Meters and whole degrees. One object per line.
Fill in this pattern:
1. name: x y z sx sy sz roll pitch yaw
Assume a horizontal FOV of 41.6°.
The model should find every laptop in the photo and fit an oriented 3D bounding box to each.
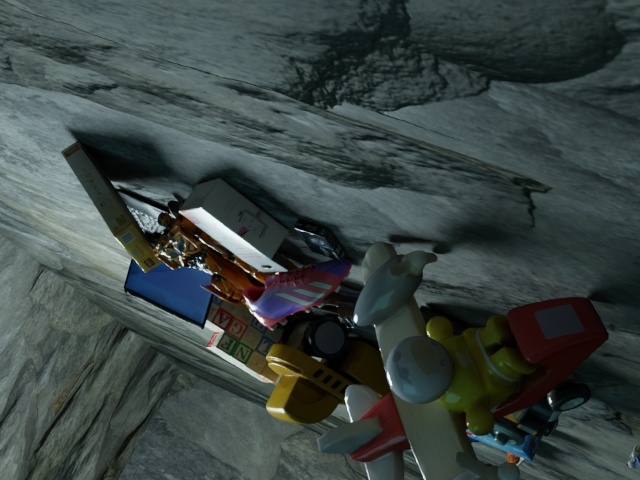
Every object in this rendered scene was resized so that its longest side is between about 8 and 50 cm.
1. laptop: -0.349 0.042 1.842 0.234 0.137 0.264 22 156 19

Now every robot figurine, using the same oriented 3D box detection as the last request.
1. robot figurine: -0.190 0.036 1.622 0.291 0.085 0.211 31 137 -18

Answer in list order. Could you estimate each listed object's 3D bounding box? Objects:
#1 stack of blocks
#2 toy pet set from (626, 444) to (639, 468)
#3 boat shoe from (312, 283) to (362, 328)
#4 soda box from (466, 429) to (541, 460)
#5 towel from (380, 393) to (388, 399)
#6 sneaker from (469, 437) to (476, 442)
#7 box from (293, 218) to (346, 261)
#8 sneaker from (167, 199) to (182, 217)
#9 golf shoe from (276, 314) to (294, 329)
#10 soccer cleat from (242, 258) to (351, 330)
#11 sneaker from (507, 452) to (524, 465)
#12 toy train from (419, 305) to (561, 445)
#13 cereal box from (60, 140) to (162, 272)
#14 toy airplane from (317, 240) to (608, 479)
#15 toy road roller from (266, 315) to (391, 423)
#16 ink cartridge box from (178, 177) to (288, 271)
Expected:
1. stack of blocks: -0.201 0.193 2.007 0.297 0.171 0.087 35 161 -17
2. toy pet set: 0.627 0.429 1.554 0.122 0.065 0.114 18 159 30
3. boat shoe: 0.063 0.132 1.602 0.183 0.066 0.066 17 159 33
4. soda box: 0.383 0.416 1.883 0.210 0.071 0.067 15 157 39
5. towel: 0.189 0.351 1.839 0.237 0.021 0.102 -21 145 9
6. sneaker: 0.372 0.501 2.115 0.152 0.085 0.058 20 160 25
7. box: 0.000 0.000 1.415 0.067 0.018 0.083 18 159 32
8. sneaker: -0.282 -0.053 1.684 0.035 0.031 0.083 13 157 42
9. golf shoe: -0.138 0.129 1.924 0.198 0.077 0.094 45 174 -36
10. soccer cleat: -0.045 0.083 1.515 0.095 0.083 0.248 48 133 -9
11. sneaker: 0.472 0.497 2.018 0.067 0.064 0.175 44 163 21
12. toy train: 0.272 0.242 1.489 0.333 0.142 0.190 25 152 11
13. cereal box: -0.410 -0.066 1.658 0.240 0.047 0.173 53 173 26
14. toy airplane: 0.150 0.205 1.152 0.386 0.385 0.272 18 169 36
15. toy road roller: 0.022 0.335 1.936 0.329 0.241 0.202 34 162 -15
16. ink cartridge box: -0.139 -0.023 1.488 0.198 0.067 0.115 39 160 -23
